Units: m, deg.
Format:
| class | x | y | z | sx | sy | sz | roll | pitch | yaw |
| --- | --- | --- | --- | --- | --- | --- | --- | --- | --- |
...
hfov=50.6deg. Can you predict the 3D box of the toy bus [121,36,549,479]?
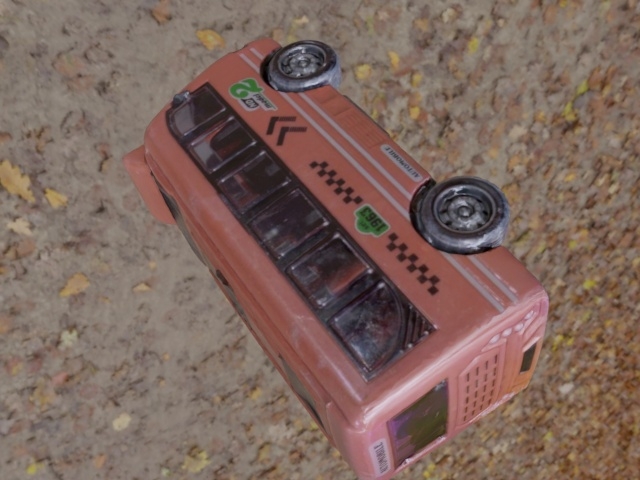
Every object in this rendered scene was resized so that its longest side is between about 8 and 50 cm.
| class | x | y | z | sx | sy | sz | roll | pitch | yaw |
| --- | --- | --- | --- | --- | --- | --- | --- | --- | --- |
| toy bus | 0.000 | 0.000 | 0.657 | 0.233 | 0.427 | 0.203 | -32 | 146 | -14 |
